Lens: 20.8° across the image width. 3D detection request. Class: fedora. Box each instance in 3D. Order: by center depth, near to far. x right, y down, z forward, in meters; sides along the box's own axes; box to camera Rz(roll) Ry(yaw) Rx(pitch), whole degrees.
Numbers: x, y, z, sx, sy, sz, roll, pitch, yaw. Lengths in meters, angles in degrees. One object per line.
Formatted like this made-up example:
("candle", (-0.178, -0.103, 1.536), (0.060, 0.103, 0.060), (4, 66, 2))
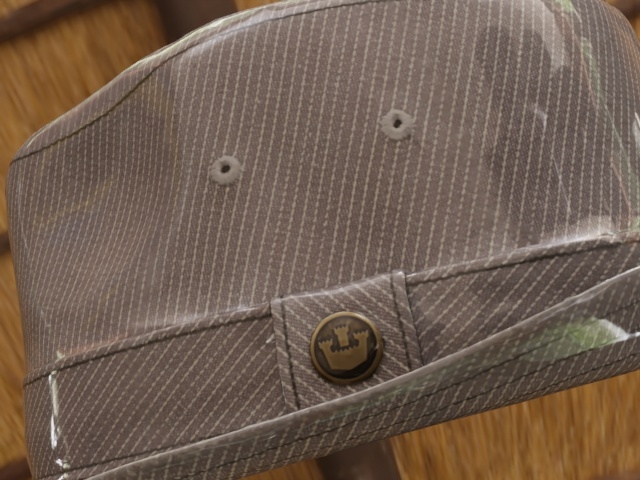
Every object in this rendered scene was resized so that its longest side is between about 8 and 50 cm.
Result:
("fedora", (0.000, 0.000, 0.527), (0.275, 0.243, 0.124), (-18, -94, 18))
